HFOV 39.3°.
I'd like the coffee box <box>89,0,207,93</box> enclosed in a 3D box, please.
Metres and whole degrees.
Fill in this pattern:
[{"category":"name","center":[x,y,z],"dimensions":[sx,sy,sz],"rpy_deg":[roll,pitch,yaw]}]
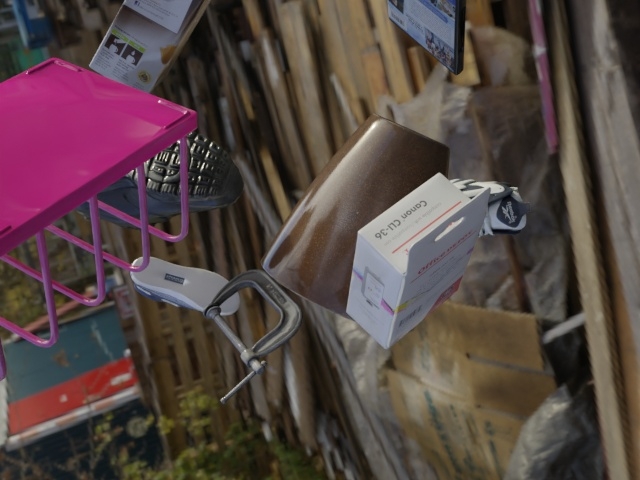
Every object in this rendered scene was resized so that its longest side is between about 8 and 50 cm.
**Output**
[{"category":"coffee box","center":[-0.228,-0.349,1.331],"dimensions":[0.246,0.098,0.141],"rpy_deg":[-53,12,24]}]

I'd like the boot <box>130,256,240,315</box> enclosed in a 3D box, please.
[{"category":"boot","center":[-0.226,0.083,1.509],"dimensions":[0.086,0.190,0.069],"rpy_deg":[110,-178,-68]}]

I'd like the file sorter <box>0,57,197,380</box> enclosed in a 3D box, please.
[{"category":"file sorter","center":[-0.292,-0.026,0.906],"dimensions":[0.202,0.291,0.182],"rpy_deg":[23,132,23]}]

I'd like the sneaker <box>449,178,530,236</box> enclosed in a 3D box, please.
[{"category":"sneaker","center":[0.267,-0.039,1.497],"dimensions":[0.153,0.235,0.094],"rpy_deg":[-3,109,27]}]

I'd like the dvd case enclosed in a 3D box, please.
[{"category":"dvd case","center":[0.175,-0.403,1.501],"dimensions":[0.180,0.022,0.253],"rpy_deg":[46,169,22]}]

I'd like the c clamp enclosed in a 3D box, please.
[{"category":"c clamp","center":[-0.093,0.102,1.084],"dimensions":[0.160,0.137,0.022],"rpy_deg":[50,173,46]}]

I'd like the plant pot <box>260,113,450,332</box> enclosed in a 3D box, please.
[{"category":"plant pot","center":[0.069,-0.034,1.133],"dimensions":[0.230,0.215,0.215],"rpy_deg":[-66,29,10]}]

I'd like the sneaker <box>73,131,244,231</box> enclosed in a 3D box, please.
[{"category":"sneaker","center":[-0.223,-0.071,1.182],"dimensions":[0.130,0.286,0.109],"rpy_deg":[67,-142,-48]}]

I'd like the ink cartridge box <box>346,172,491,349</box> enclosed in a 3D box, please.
[{"category":"ink cartridge box","center":[0.094,0.013,0.893],"dimensions":[0.067,0.115,0.198],"rpy_deg":[44,154,21]}]
